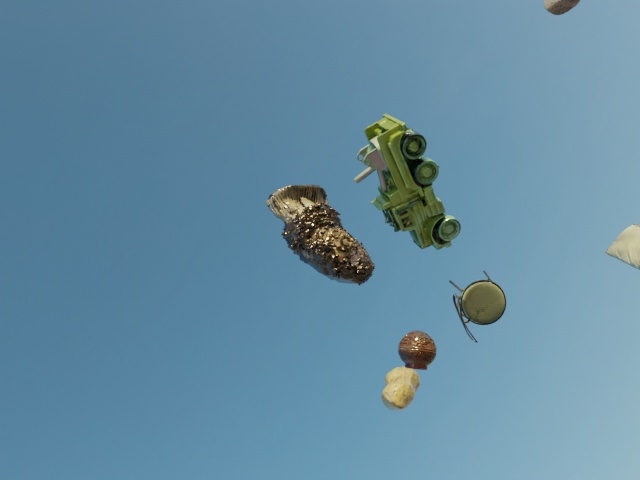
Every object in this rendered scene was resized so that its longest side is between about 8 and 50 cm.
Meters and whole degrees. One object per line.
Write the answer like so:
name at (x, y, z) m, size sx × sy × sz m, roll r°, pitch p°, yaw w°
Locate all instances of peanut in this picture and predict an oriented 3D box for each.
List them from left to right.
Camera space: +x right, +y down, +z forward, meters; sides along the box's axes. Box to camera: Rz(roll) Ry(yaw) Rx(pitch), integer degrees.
peanut at (0.272, 0.512, 2.055) m, size 0.257 × 0.123 × 0.123 m, roll -17°, pitch -59°, yaw -68°

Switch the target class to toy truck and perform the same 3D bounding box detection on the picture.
toy truck at (0.150, -0.094, 1.104) m, size 0.135 × 0.128 × 0.259 m, roll -33°, pitch -64°, yaw -1°

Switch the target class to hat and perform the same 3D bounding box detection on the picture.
hat at (0.558, -0.556, 1.356) m, size 0.087 × 0.058 × 0.042 m, roll -13°, pitch -24°, yaw 4°

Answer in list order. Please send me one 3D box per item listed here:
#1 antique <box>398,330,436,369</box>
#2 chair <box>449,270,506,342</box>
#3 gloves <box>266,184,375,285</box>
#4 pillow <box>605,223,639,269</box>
antique at (0.248, 0.279, 1.518) m, size 0.104 × 0.104 × 0.104 m, roll -19°, pitch -61°, yaw -38°
chair at (0.508, 0.203, 1.893) m, size 0.170 × 0.326 × 0.160 m, roll -18°, pitch -87°, yaw 5°
gloves at (0.007, -0.004, 1.460) m, size 0.135 × 0.312 × 0.210 m, roll -42°, pitch -32°, yaw 18°
pillow at (0.929, 0.026, 1.685) m, size 0.128 × 0.229 × 0.051 m, roll -46°, pitch -66°, yaw 2°
